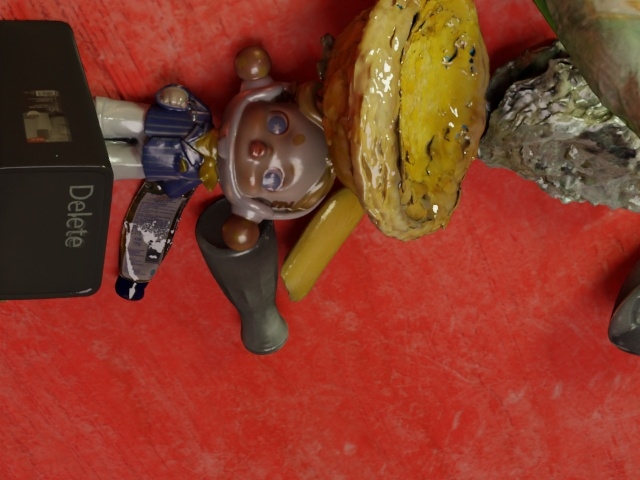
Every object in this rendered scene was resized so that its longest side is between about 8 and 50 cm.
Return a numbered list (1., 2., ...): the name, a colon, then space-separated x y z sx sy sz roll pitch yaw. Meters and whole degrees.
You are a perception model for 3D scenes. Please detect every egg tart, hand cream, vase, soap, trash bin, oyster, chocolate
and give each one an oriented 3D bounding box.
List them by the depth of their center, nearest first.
1. trash bin: -0.268 -0.081 1.511 0.115 0.225 0.165 -1 134 -15
2. chocolate: 0.284 -0.186 1.523 0.110 0.291 0.110 -9 133 -10
3. egg tart: 0.073 -0.142 1.565 0.107 0.291 0.291 5 143 26
4. oyster: 0.287 -0.117 1.723 0.267 0.112 0.198 6 132 -26
5. hand cream: -0.186 -0.005 1.753 0.062 0.039 0.163 10 124 -22
6. soap: 0.000 0.000 1.785 0.089 0.033 0.168 -3 134 -55
7. vase: -0.079 0.047 1.804 0.086 0.086 0.214 -15 141 -2

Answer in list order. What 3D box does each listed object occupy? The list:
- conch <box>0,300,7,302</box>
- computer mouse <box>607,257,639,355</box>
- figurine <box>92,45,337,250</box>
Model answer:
1. conch: -0.381 0.003 1.634 0.255 0.127 0.158 -13 137 -2
2. computer mouse: 0.498 0.004 1.925 0.379 0.090 0.167 -36 132 12
3. figurine: -0.104 -0.084 1.629 0.274 0.133 0.194 -18 94 -3
